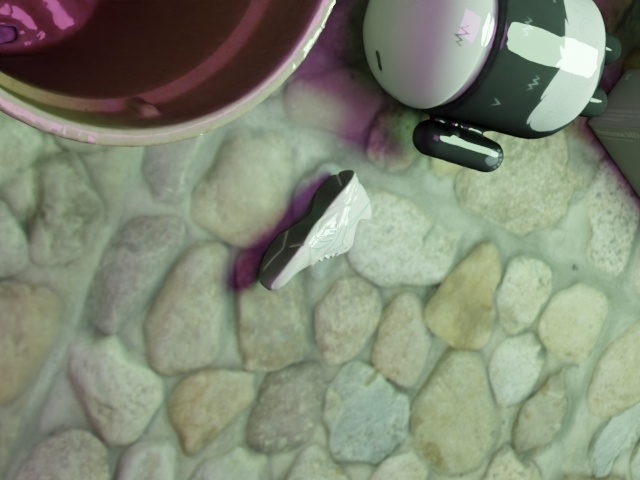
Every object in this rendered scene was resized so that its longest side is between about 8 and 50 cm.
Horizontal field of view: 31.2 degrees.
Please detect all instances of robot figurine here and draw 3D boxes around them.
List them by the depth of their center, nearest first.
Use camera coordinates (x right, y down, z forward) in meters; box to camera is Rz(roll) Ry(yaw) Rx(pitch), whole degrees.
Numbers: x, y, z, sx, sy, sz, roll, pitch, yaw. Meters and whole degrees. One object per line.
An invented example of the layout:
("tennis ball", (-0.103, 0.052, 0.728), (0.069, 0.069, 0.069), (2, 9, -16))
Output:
("robot figurine", (0.174, -0.201, 1.175), (0.278, 0.173, 0.209), (10, 58, -33))

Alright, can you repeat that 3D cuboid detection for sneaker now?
("sneaker", (0.000, 0.000, 1.166), (0.152, 0.053, 0.061), (-48, 121, -17))

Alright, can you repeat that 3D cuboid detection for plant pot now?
("plant pot", (-0.196, -0.247, 0.857), (0.333, 0.305, 0.334), (-6, 101, -30))

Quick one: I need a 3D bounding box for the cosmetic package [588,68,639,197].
("cosmetic package", (0.445, -0.093, 1.382), (0.238, 0.127, 0.107), (44, 74, -27))
